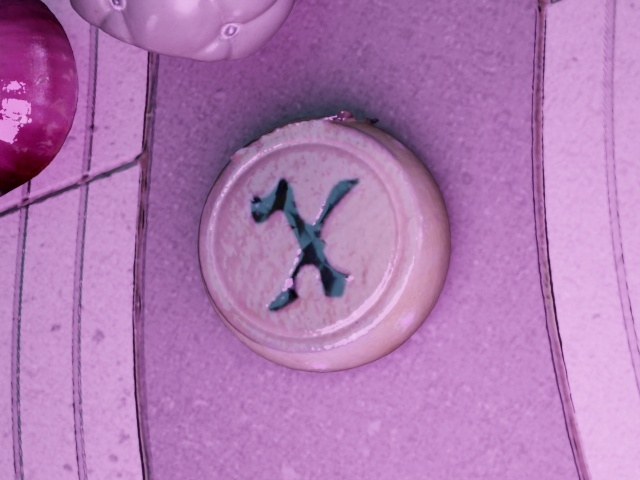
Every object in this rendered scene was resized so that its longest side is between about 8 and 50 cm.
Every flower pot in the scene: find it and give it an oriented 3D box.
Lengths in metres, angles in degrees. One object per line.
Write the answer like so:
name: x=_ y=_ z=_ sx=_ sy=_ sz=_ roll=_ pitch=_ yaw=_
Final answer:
flower pot: x=-0.117 y=-0.280 z=1.676 sx=0.246 sy=0.246 sz=0.195 roll=28 pitch=115 yaw=21

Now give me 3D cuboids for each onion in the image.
onion: x=-0.324 y=-0.126 z=1.766 sx=0.207 sy=0.200 sz=0.201 roll=-19 pitch=75 yaw=-6

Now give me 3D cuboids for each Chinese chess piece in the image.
Chinese chess piece: x=0.000 y=0.000 z=1.673 sx=0.237 sy=0.092 sz=0.238 roll=-3 pitch=80 yaw=19
